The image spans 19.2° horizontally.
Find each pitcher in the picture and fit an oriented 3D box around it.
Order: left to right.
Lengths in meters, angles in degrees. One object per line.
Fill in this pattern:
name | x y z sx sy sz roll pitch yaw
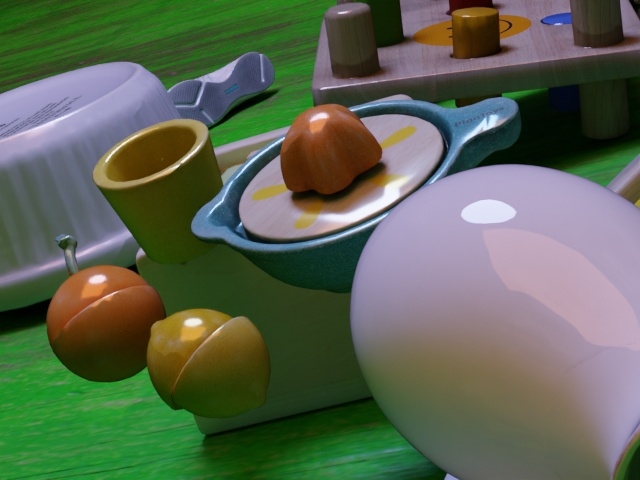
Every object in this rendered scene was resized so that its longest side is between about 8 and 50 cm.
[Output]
pitcher | 0.120 0.044 0.710 0.178 0.125 0.207 -5 19 -28

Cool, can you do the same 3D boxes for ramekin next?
ramekin | -0.227 -0.051 1.560 0.273 0.127 0.273 -18 16 5

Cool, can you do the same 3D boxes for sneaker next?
sneaker | -0.116 -0.145 1.953 0.152 0.053 0.061 -28 3 -37

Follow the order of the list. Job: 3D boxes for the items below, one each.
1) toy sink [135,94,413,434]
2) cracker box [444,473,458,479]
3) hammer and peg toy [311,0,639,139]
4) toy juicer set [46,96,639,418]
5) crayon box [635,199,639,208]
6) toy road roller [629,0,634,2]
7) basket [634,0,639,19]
toy sink | 0.000 0.000 1.178 0.153 0.131 0.234 -14 17 17
cracker box | 0.111 0.138 0.714 0.156 0.067 0.232 -12 17 22
hammer and peg toy | 0.131 -0.177 1.538 0.266 0.127 0.361 -7 19 6
toy juicer set | -0.001 -0.005 0.927 0.329 0.089 0.209 -5 33 29
crayon box | 0.201 0.022 0.963 0.318 0.081 0.202 -20 16 -4
toy road roller | 0.289 -0.383 1.742 0.202 0.240 0.329 -23 -21 1
basket | 0.428 -0.245 1.557 0.299 0.223 0.213 -22 49 -9
